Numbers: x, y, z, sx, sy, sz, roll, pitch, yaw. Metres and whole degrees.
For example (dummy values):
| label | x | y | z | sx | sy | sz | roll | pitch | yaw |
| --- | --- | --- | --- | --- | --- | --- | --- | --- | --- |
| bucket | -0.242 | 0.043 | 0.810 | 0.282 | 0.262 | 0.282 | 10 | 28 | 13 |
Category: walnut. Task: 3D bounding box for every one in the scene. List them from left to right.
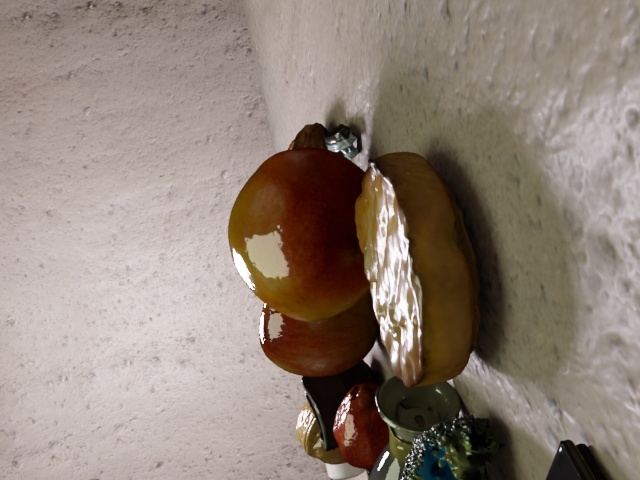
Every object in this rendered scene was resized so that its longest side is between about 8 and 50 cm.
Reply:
| label | x | y | z | sx | sy | sz | roll | pitch | yaw |
| --- | --- | --- | --- | --- | --- | --- | --- | --- | --- |
| walnut | 0.037 | 0.560 | 1.717 | 0.228 | 0.228 | 0.228 | 168 | 90 | -83 |

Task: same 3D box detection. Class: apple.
| label | x | y | z | sx | sy | sz | roll | pitch | yaw |
| --- | --- | --- | --- | --- | --- | --- | --- | --- | --- |
| apple | 0.005 | 0.178 | 1.318 | 0.301 | 0.302 | 0.301 | 168 | 90 | -83 |

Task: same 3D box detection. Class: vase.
| label | x | y | z | sx | sy | sz | roll | pitch | yaw |
| --- | --- | --- | --- | --- | --- | --- | --- | --- | --- |
| vase | 0.146 | 0.365 | 0.885 | 0.173 | 0.173 | 0.321 | -114 | 21 | -59 |

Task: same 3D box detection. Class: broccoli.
| label | x | y | z | sx | sy | sz | roll | pitch | yaw |
| --- | --- | --- | --- | --- | --- | --- | --- | --- | --- |
| broccoli | 0.174 | 0.300 | 0.694 | 0.160 | 0.167 | 0.154 | 35 | 174 | 42 |

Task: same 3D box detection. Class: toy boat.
| label | x | y | z | sx | sy | sz | roll | pitch | yaw |
| --- | --- | --- | --- | --- | --- | --- | --- | --- | --- |
| toy boat | 0.046 | -0.191 | 1.128 | 0.066 | 0.059 | 0.140 | 50 | -179 | -13 |

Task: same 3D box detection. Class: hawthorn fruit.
| label | x | y | z | sx | sy | sz | roll | pitch | yaw |
| --- | --- | --- | --- | --- | --- | --- | --- | --- | --- |
| hawthorn fruit | 0.111 | 0.390 | 1.213 | 0.173 | 0.174 | 0.179 | -143 | 68 | -79 |

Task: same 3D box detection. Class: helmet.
| label | x | y | z | sx | sy | sz | roll | pitch | yaw |
| --- | --- | --- | --- | --- | --- | --- | --- | --- | --- |
| helmet | 0.061 | 0.381 | 1.444 | 0.305 | 0.177 | 0.225 | -93 | -18 | -81 |

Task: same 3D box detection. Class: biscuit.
| label | x | y | z | sx | sy | sz | roll | pitch | yaw |
| --- | --- | --- | --- | --- | --- | --- | --- | --- | --- |
| biscuit | 0.120 | 0.033 | 0.724 | 0.296 | 0.102 | 0.296 | 172 | 90 | -84 |

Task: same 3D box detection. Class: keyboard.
| label | x | y | z | sx | sy | sz | roll | pitch | yaw |
| --- | --- | --- | --- | --- | --- | --- | --- | --- | --- |
| keyboard | 0.239 | 0.319 | 0.561 | 0.106 | 0.027 | 0.317 | -105 | 7 | -48 |

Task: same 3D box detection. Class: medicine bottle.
| label | x | y | z | sx | sy | sz | roll | pitch | yaw |
| --- | --- | --- | --- | --- | --- | --- | --- | --- | --- |
| medicine bottle | 0.069 | 0.696 | 2.018 | 0.143 | 0.143 | 0.258 | 137 | 120 | -82 |

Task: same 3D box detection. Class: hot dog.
| label | x | y | z | sx | sy | sz | roll | pitch | yaw |
| --- | --- | --- | --- | --- | --- | --- | --- | --- | --- |
| hot dog | -0.016 | -0.190 | 1.382 | 0.259 | 0.114 | 0.175 | -142 | 36 | -82 |

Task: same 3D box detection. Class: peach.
| label | x | y | z | sx | sy | sz | roll | pitch | yaw |
| --- | --- | --- | --- | --- | --- | --- | --- | --- | --- |
| peach | -0.015 | -0.009 | 1.027 | 0.332 | 0.308 | 0.307 | 29 | 133 | 59 |

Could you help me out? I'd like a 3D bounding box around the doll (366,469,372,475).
| label | x | y | z | sx | sy | sz | roll | pitch | yaw |
| --- | --- | --- | --- | --- | --- | --- | --- | --- | --- |
| doll | 0.168 | 0.689 | 1.605 | 0.165 | 0.057 | 0.139 | 81 | 171 | -60 |
